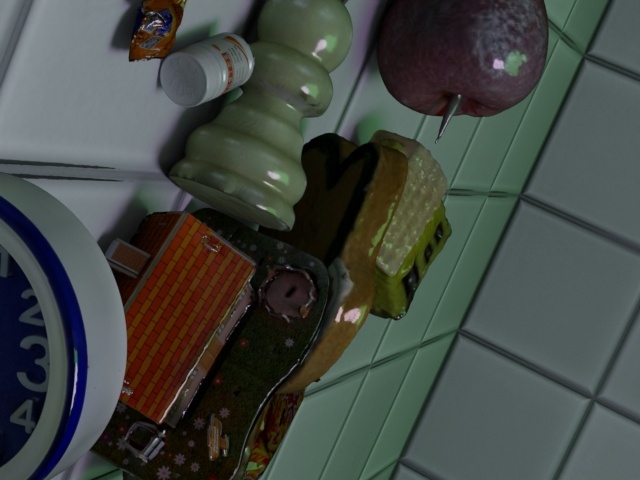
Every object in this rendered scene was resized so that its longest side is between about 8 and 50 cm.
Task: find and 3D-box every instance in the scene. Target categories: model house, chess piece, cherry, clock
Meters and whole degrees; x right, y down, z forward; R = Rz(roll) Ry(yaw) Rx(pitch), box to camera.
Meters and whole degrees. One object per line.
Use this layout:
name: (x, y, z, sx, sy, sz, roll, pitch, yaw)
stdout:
model house: (0.075, -0.035, 1.760, 0.193, 0.175, 0.234, -56, 151, -22)
chess piece: (-0.045, -0.150, 1.265, 0.251, 0.144, 0.144, -66, 163, -8)
cherry: (0.190, -0.266, 1.612, 0.213, 0.236, 0.285, 35, 70, -59)
model house: (-0.139, 0.093, 1.213, 0.294, 0.207, 0.154, -60, 159, -14)
clock: (-0.245, 0.067, 0.812, 0.230, 0.230, 0.083, -68, 162, 13)

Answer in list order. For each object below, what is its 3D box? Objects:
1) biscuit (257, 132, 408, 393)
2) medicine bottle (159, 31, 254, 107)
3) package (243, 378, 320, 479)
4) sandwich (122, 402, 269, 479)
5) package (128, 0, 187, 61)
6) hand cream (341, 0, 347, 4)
biscuit: (-0.002, -0.001, 1.398, 0.287, 0.057, 0.344, -46, -149, 38)
medicine bottle: (-0.109, -0.166, 1.170, 0.089, 0.057, 0.057, -36, 148, -55)
package: (-0.100, 0.230, 1.701, 0.223, 0.108, 0.288, 85, 27, -50)
sandwich: (-0.150, 0.211, 1.394, 0.087, 0.226, 0.251, 14, 105, -27)
package: (-0.140, -0.195, 1.079, 0.110, 0.033, 0.077, -39, 141, -63)
hand cream: (0.013, -0.277, 1.406, 0.163, 0.039, 0.062, -57, 178, -13)
